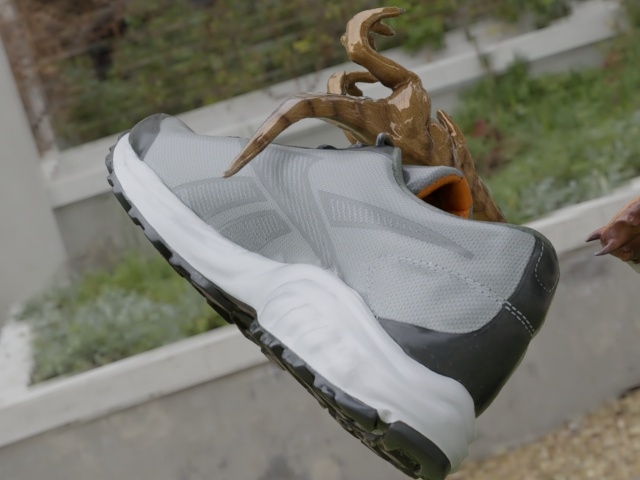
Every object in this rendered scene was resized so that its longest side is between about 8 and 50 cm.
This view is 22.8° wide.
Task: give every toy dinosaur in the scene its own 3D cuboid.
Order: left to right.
[{"bbox_3d":[0.029,-0.054,0.730,0.064,0.112,0.211,-43,-40,22],"label":"toy dinosaur"}]

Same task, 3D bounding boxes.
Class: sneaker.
[{"bbox_3d":[0.000,0.000,0.673,0.108,0.100,0.271,-48,39,-6],"label":"sneaker"}]

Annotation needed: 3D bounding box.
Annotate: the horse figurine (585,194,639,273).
[{"bbox_3d":[0.320,-0.038,1.009,0.263,0.066,0.174,-26,-36,31],"label":"horse figurine"}]
